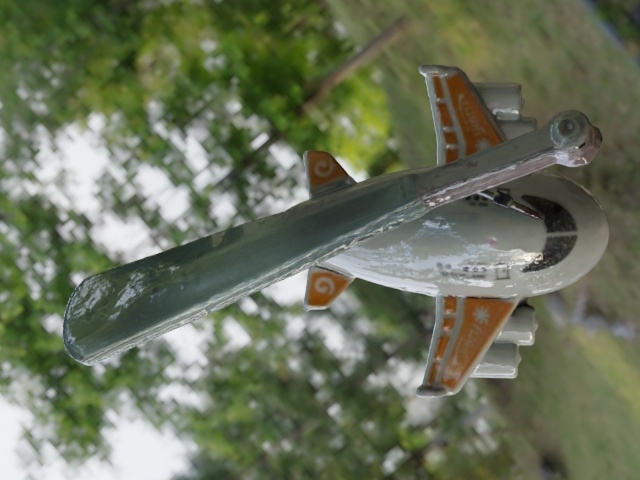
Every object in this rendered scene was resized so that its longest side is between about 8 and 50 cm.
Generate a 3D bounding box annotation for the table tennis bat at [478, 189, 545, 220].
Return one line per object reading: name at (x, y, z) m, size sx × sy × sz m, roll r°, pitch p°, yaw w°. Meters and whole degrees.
table tennis bat at (0.108, -0.023, 0.985) m, size 0.050 × 0.007 × 0.083 m, roll 24°, pitch -177°, yaw 7°

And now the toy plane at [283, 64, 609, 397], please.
toy plane at (0.090, -0.007, 1.234) m, size 0.244 × 0.245 × 0.117 m, roll 50°, pitch -175°, yaw 1°

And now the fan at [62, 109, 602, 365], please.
fan at (0.000, 0.000, 0.802) m, size 0.057 × 0.282 × 0.023 m, roll -91°, pitch -25°, yaw -45°
